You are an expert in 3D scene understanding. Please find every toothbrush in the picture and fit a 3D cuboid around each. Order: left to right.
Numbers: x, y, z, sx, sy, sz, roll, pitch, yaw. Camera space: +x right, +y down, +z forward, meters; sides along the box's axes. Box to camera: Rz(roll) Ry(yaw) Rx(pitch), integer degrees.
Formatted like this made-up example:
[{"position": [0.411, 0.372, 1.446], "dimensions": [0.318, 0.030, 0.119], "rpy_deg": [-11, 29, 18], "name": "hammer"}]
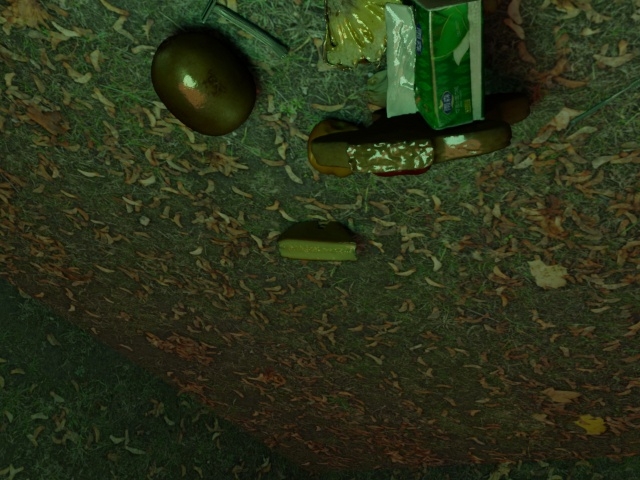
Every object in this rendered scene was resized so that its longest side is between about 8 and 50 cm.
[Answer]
[{"position": [0.564, -0.272, 1.419], "dimensions": [0.011, 0.014, 0.167], "rpy_deg": [25, 145, -26], "name": "toothbrush"}]

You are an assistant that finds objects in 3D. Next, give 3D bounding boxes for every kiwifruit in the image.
[{"position": [-0.251, -0.335, 1.515], "dimensions": [0.196, 0.196, 0.234], "rpy_deg": [-9, 142, 32], "name": "kiwifruit"}]

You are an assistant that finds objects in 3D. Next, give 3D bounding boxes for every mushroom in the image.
[{"position": [0.205, -0.364, 1.383], "dimensions": [0.122, 0.095, 0.351], "rpy_deg": [48, 141, 2], "name": "mushroom"}]

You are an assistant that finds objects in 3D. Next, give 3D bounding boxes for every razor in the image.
[{"position": [-0.149, -0.434, 1.472], "dimensions": [0.191, 0.037, 0.068], "rpy_deg": [27, 139, -17], "name": "razor"}]

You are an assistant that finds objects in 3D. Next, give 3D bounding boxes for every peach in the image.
[{"position": [0.038, -0.207, 1.626], "dimensions": [0.138, 0.138, 0.138], "rpy_deg": [11, 144, 8], "name": "peach"}]

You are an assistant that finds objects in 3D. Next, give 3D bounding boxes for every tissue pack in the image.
[{"position": [0.184, -0.309, 1.211], "dimensions": [0.156, 0.148, 0.209], "rpy_deg": [-14, 124, -8], "name": "tissue pack"}]

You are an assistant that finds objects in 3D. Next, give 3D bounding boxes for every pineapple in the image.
[{"position": [0.083, -0.419, 1.330], "dimensions": [0.186, 0.114, 0.236], "rpy_deg": [43, 140, -15], "name": "pineapple"}]

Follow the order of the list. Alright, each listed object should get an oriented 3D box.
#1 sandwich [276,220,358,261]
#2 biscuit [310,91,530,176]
[{"position": [0.000, 0.000, 1.963], "dimensions": [0.245, 0.088, 0.090], "rpy_deg": [4, 134, 24], "name": "sandwich"}, {"position": [0.195, -0.199, 1.366], "dimensions": [0.368, 0.394, 0.076], "rpy_deg": [-3, 110, 24], "name": "biscuit"}]
